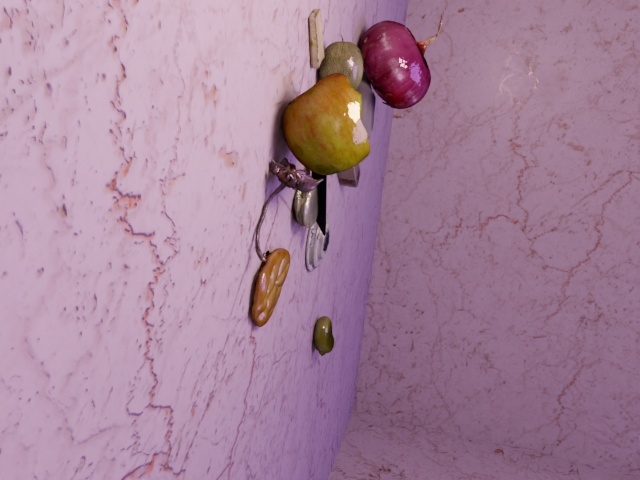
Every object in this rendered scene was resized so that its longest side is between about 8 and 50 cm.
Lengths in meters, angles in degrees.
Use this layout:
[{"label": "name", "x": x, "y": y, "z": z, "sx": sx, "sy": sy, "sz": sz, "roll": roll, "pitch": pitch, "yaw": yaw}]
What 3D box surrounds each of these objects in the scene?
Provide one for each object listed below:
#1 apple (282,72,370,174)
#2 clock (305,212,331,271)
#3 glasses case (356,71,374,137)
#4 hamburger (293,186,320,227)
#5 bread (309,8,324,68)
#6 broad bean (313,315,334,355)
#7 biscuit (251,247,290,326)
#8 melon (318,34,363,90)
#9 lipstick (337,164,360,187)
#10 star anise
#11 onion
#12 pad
[{"label": "apple", "x": 0.030, "y": -0.290, "z": 1.422, "sx": 0.226, "sy": 0.246, "sz": 0.246, "roll": 60, "pitch": 20, "yaw": -6}, {"label": "clock", "x": 0.000, "y": 0.000, "z": 2.005, "sx": 0.236, "sy": 0.053, "sz": 0.237, "roll": 8, "pitch": 90, "yaw": -77}, {"label": "glasses case", "x": 0.197, "y": -0.577, "z": 2.392, "sx": 0.308, "sy": 0.083, "sz": 0.128, "roll": 87, "pitch": 18, "yaw": -46}, {"label": "hamburger", "x": -0.044, "y": -0.110, "z": 1.694, "sx": 0.133, "sy": 0.062, "sz": 0.140, "roll": 54, "pitch": 48, "yaw": -70}, {"label": "bread", "x": -0.012, "y": -0.572, "z": 1.566, "sx": 0.154, "sy": 0.028, "sz": 0.068, "roll": 86, "pitch": 18, "yaw": -46}, {"label": "broad bean", "x": 0.010, "y": 0.405, "z": 2.322, "sx": 0.124, "sy": 0.082, "sz": 0.175, "roll": -67, "pitch": 152, "yaw": -48}, {"label": "biscuit", "x": -0.132, "y": 0.118, "z": 1.508, "sx": 0.260, "sy": 0.041, "sz": 0.203, "roll": -62, "pitch": 158, "yaw": -52}, {"label": "melon", "x": 0.063, "y": -0.527, "z": 1.687, "sx": 0.139, "sy": 0.139, "sz": 0.193, "roll": -51, "pitch": 146, "yaw": -67}, {"label": "lipstick", "x": 0.101, "y": -0.326, "z": 2.154, "sx": 0.371, "sy": 0.079, "sz": 0.076, "roll": 71, "pitch": 32, "yaw": -67}, {"label": "star anise", "x": -0.101, "y": -0.082, "z": 1.396, "sx": 0.228, "sy": 0.148, "sz": 0.218, "roll": -56, "pitch": -152, "yaw": 13}, {"label": "onion", "x": 0.328, "y": -0.713, "z": 2.239, "sx": 0.358, "sy": 0.344, "sz": 0.359, "roll": 3, "pitch": 90, "yaw": -65}, {"label": "pad", "x": 0.042, "y": -0.113, "z": 1.702, "sx": 0.055, "sy": 0.323, "sz": 0.250, "roll": -22, "pitch": 131, "yaw": -29}]
